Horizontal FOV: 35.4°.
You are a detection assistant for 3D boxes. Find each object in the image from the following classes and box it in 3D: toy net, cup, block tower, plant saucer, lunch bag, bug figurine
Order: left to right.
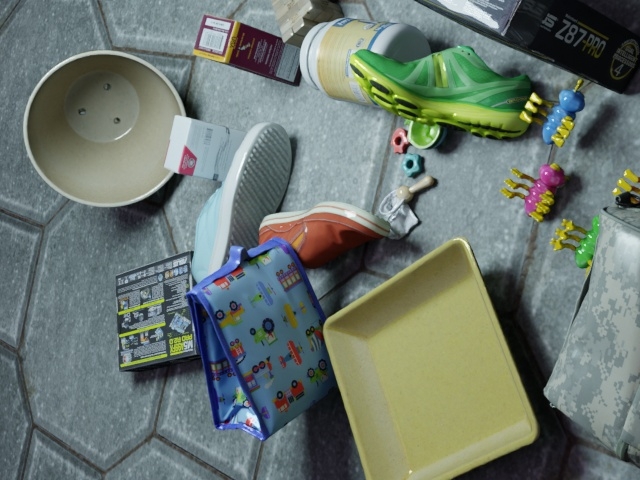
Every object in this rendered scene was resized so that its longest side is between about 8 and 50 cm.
[{"bbox_3d":[-0.466,-0.265,2.157,0.331,0.331,0.237,-66,22,14],"label":"cup"},{"bbox_3d":[-0.099,0.147,1.683,0.138,0.221,0.293,2,114,44],"label":"lunch bag"},{"bbox_3d":[-0.053,-0.527,1.913,0.091,0.097,0.335,-34,63,36],"label":"block tower"},{"bbox_3d":[0.139,-0.117,1.692,0.122,0.045,0.232,31,106,42],"label":"toy net"},{"bbox_3d":[0.179,0.212,1.578,0.333,0.081,0.332,-35,61,35],"label":"plant saucer"},{"bbox_3d":[0.383,-0.083,1.428,0.279,0.072,0.216,49,123,32],"label":"bug figurine"},{"bbox_3d":[0.427,0.118,1.241,0.256,0.213,0.305,26,109,37],"label":"lunch bag"}]

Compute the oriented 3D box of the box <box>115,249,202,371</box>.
[{"bbox_3d":[-0.328,0.153,2.101,0.270,0.060,0.216,-18,72,42],"label":"box"}]

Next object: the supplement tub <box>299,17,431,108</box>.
[{"bbox_3d":[0.075,-0.304,1.714,0.200,0.144,0.144,19,97,44],"label":"supplement tub"}]

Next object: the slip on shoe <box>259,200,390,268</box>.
[{"bbox_3d":[0.000,0.000,1.748,0.331,0.123,0.101,-9,63,51],"label":"slip on shoe"}]

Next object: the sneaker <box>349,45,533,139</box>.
[{"bbox_3d":[0.189,-0.246,1.566,0.296,0.109,0.123,17,78,5],"label":"sneaker"}]

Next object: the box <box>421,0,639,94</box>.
[{"bbox_3d":[0.230,-0.353,1.448,0.395,0.318,0.097,38,110,42],"label":"box"}]

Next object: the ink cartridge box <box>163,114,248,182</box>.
[{"bbox_3d":[-0.222,-0.178,1.985,0.063,0.150,0.109,20,97,48],"label":"ink cartridge box"}]

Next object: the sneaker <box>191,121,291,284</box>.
[{"bbox_3d":[-0.176,-0.066,1.933,0.150,0.135,0.366,27,102,40],"label":"sneaker"}]

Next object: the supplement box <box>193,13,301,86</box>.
[{"bbox_3d":[-0.130,-0.359,1.893,0.104,0.188,0.080,24,100,44],"label":"supplement box"}]
